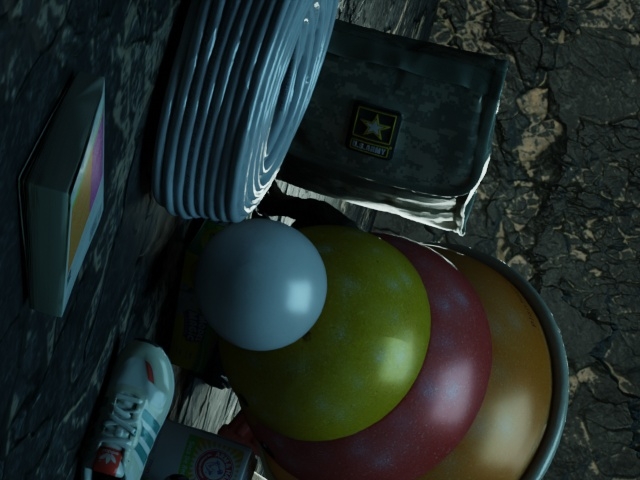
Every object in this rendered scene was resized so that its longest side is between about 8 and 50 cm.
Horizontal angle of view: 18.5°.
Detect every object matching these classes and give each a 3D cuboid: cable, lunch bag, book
[{"bbox_3d":[-0.061,-0.135,1.612,0.257,0.089,0.257,77,31,-79],"label":"cable"},{"bbox_3d":[0.072,-0.135,2.117,0.287,0.235,0.169,86,21,-73],"label":"lunch bag"},{"bbox_3d":[-0.163,-0.029,1.280,0.144,0.035,0.096,100,7,-54],"label":"book"}]

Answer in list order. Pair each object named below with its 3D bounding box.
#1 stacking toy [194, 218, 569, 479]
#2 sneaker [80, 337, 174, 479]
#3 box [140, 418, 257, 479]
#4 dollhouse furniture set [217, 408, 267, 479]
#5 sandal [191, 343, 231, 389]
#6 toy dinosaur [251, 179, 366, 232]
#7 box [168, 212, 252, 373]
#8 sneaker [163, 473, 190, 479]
[{"bbox_3d":[0.011,0.091,1.897,0.480,0.350,0.351,43,62,-56],"label":"stacking toy"},{"bbox_3d":[-0.166,0.165,1.667,0.075,0.057,0.161,-72,180,-73],"label":"sneaker"},{"bbox_3d":[-0.146,0.296,2.013,0.114,0.103,0.203,86,22,-75],"label":"box"},{"bbox_3d":[-0.086,0.265,2.409,0.374,0.152,0.201,-52,-167,27],"label":"dollhouse furniture set"},{"bbox_3d":[-0.096,0.129,2.215,0.254,0.054,0.097,-13,121,-83],"label":"sandal"},{"bbox_3d":[0.000,0.000,2.217,0.313,0.160,0.121,86,22,-76],"label":"toy dinosaur"},{"bbox_3d":[-0.105,0.031,1.919,0.105,0.043,0.179,-66,169,-47],"label":"box"},{"bbox_3d":[-0.179,0.318,1.903,0.080,0.081,0.211,54,48,-44],"label":"sneaker"}]
